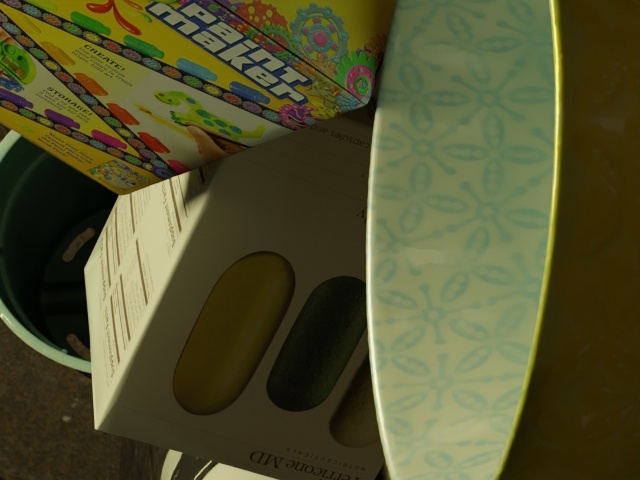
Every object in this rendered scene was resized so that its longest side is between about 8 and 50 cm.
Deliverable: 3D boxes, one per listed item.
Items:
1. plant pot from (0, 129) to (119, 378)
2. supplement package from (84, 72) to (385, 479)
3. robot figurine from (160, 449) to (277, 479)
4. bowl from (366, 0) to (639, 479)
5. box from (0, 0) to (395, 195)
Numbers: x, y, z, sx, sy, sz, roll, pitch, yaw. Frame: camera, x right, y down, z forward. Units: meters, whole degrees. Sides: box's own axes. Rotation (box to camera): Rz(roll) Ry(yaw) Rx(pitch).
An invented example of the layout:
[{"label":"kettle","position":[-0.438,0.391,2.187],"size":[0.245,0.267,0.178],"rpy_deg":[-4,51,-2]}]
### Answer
[{"label":"plant pot","position":[-0.227,0.026,2.152],"size":[0.334,0.341,0.341],"rpy_deg":[106,164,-74]},{"label":"supplement package","position":[-0.017,-0.005,1.203],"size":[0.262,0.199,0.198],"rpy_deg":[-62,21,25]},{"label":"robot figurine","position":[-0.040,0.226,1.505],"size":[0.209,0.173,0.278],"rpy_deg":[51,177,-13]},{"label":"bowl","position":[0.125,-0.013,0.765],"size":[0.289,0.156,0.289],"rpy_deg":[-176,90,-79]},{"label":"box","position":[-0.064,-0.209,1.006],"size":[0.279,0.177,0.290],"rpy_deg":[-15,48,56]}]
